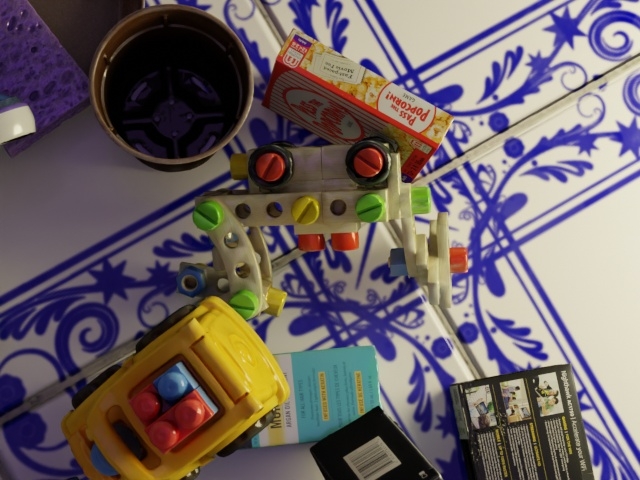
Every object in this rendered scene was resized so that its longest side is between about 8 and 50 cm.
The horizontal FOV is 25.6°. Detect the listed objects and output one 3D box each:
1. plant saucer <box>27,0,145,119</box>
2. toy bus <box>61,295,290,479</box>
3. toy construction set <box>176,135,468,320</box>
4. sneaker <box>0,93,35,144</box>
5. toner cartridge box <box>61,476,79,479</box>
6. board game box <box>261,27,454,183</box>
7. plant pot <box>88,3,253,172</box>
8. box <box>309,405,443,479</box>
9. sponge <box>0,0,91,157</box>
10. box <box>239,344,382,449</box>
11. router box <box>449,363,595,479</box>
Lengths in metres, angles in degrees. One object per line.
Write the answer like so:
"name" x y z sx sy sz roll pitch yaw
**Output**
"plant saucer" -0.350 -0.264 1.559 0.311 0.050 0.310 1 82 -6
"toy bus" -0.156 0.173 1.366 0.220 0.211 0.149 -38 90 6
"toy construction set" 0.000 0.000 1.495 0.328 0.151 0.215 -4 97 -6
"sneaker" -0.455 -0.195 1.435 0.323 0.130 0.236 -4 102 23
"toner cartridge box" -0.281 0.435 1.457 0.165 0.075 0.347 -18 84 -6
"board game box" 0.036 -0.142 1.528 0.193 0.147 0.045 29 74 0
"plant pot" -0.158 -0.146 1.502 0.167 0.165 0.167 1 81 -6
"box" 0.080 0.282 1.443 0.093 0.156 0.158 -30 117 -8
"sponge" -0.348 -0.205 1.512 0.117 0.031 0.210 -37 86 -9
"box" -0.059 0.173 1.520 0.244 0.060 0.100 -5 83 -6
"router box" 0.225 0.233 1.546 0.133 0.046 0.179 -9 84 -7
